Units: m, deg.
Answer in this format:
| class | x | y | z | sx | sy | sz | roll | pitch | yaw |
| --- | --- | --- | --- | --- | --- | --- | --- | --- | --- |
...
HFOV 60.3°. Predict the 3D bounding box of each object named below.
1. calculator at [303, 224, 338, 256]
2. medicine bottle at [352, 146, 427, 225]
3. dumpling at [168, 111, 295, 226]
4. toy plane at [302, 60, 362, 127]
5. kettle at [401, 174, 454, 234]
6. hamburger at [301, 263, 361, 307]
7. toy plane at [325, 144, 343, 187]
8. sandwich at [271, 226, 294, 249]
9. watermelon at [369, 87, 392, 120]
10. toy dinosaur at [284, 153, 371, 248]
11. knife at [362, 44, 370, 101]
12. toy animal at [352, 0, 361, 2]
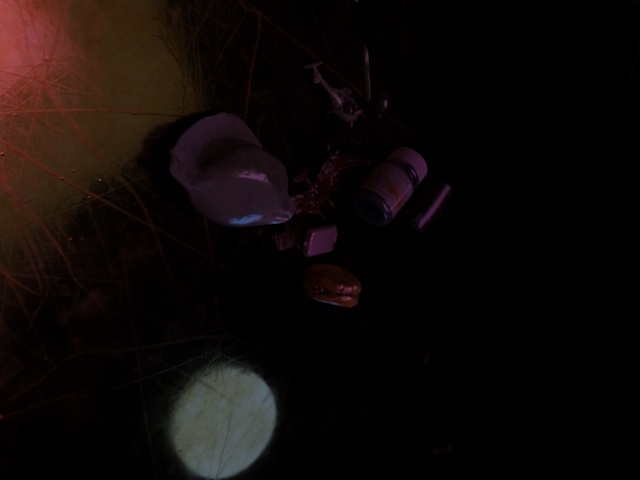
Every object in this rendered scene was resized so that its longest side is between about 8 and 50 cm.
| class | x | y | z | sx | sy | sz | roll | pitch | yaw |
| --- | --- | --- | --- | --- | --- | --- | --- | --- | --- |
| calculator | 0.000 | 0.000 | 1.869 | 0.175 | 0.032 | 0.100 | -12 | 119 | -51 |
| medicine bottle | 0.251 | -0.197 | 1.979 | 0.273 | 0.165 | 0.165 | -49 | 143 | -23 |
| dumpling | -0.185 | -0.156 | 1.356 | 0.270 | 0.211 | 0.321 | -59 | 157 | -16 |
| toy plane | 0.045 | -0.429 | 1.621 | 0.286 | 0.091 | 0.108 | 22 | 71 | -57 |
| kettle | 0.431 | -0.138 | 2.320 | 0.232 | 0.144 | 0.202 | -54 | 176 | -6 |
| hamburger | 0.038 | 0.149 | 1.864 | 0.213 | 0.213 | 0.108 | 5 | 102 | -55 |
| toy plane | 0.039 | -0.239 | 1.771 | 0.060 | 0.037 | 0.145 | -21 | 125 | -42 |
| sandwich | -0.112 | -0.006 | 1.714 | 0.069 | 0.026 | 0.101 | -52 | 145 | -21 |
| watermelon | 0.200 | -0.449 | 1.828 | 0.078 | 0.078 | 0.111 | -33 | 135 | -40 |
| toy dinosaur | 0.013 | -0.142 | 1.696 | 0.327 | 0.112 | 0.207 | -28 | 130 | -31 |
| knife | 0.147 | -0.528 | 1.753 | 0.026 | 0.022 | 0.184 | -68 | 157 | -48 |
| toy animal | 0.136 | -0.773 | 1.541 | 0.176 | 0.073 | 0.217 | -23 | 134 | -65 |
